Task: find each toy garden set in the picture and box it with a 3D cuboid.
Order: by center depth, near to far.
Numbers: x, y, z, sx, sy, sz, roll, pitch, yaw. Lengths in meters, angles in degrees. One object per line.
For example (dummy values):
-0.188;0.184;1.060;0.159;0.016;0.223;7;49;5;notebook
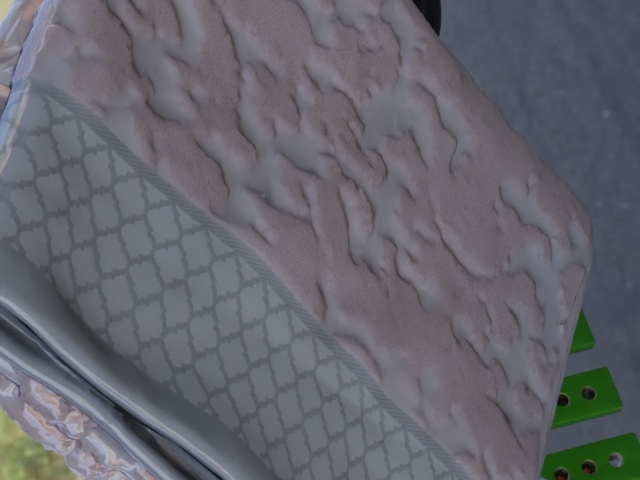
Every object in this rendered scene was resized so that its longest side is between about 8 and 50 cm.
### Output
0.160;0.138;1.487;0.049;0.204;0.244;100;154;-60;toy garden set

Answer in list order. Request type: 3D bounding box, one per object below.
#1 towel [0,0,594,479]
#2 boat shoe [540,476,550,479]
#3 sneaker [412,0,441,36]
0.000;0.000;0.676;0.332;0.053;0.317;46;-139;-30;towel
0.051;0.258;0.946;0.302;0.098;0.109;-56;47;15;boat shoe
-0.010;-0.184;1.035;0.228;0.086;0.132;61;156;10;sneaker
